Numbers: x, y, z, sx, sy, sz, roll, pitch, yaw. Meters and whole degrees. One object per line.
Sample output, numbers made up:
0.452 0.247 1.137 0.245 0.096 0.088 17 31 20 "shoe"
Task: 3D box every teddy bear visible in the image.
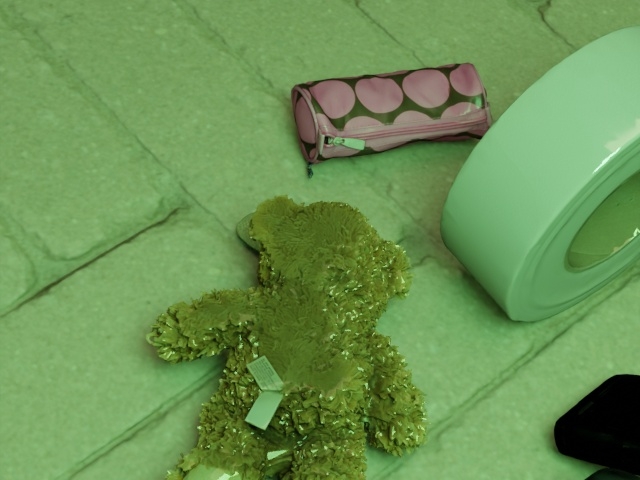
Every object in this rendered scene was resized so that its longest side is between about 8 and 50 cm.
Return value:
-0.023 0.125 1.041 0.245 0.113 0.338 -6 55 -3 "teddy bear"

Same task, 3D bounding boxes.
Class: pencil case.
0.077 -0.130 1.257 0.209 0.095 0.098 -12 21 -15 "pencil case"

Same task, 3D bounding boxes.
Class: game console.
0.244 0.204 0.958 0.361 0.044 0.213 -28 23 -37 "game console"

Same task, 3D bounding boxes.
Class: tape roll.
0.249 -0.057 1.107 0.286 0.286 0.100 -27 60 -26 "tape roll"

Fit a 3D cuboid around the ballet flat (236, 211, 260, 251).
0.000 0.000 1.170 0.168 0.052 0.057 21 53 8 "ballet flat"
